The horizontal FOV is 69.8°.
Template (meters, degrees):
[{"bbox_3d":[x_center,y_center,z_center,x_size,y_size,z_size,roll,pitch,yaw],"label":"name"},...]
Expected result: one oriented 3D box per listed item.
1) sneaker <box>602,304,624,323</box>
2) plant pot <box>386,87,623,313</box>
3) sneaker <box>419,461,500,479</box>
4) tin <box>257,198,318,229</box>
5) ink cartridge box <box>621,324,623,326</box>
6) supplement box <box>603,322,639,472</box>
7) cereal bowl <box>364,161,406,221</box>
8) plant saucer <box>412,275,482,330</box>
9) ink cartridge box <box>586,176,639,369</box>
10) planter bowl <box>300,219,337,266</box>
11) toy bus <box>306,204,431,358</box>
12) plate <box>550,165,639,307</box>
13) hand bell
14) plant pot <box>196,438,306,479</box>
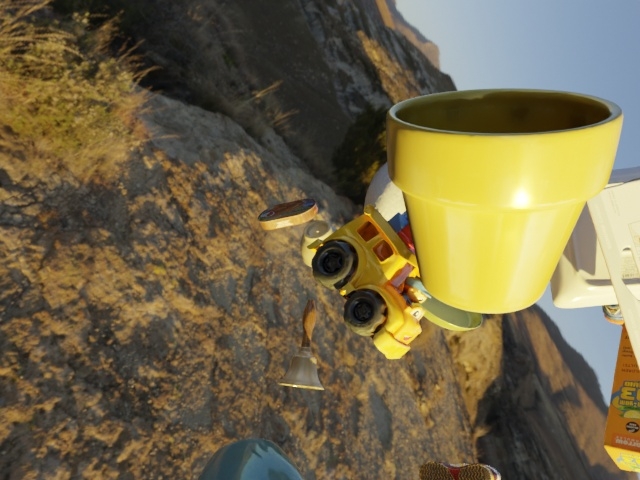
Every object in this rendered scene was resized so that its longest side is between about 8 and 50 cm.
[{"bbox_3d":[0.681,0.073,1.024,0.087,0.083,0.221,31,69,-44],"label":"sneaker"},{"bbox_3d":[0.210,-0.050,0.581,0.254,0.254,0.239,-79,167,-62],"label":"plant pot"},{"bbox_3d":[0.325,0.556,1.075,0.084,0.185,0.070,28,56,-42],"label":"sneaker"},{"bbox_3d":[-0.098,-0.078,1.382,0.106,0.189,0.040,-63,139,-58],"label":"tin"},{"bbox_3d":[0.775,0.176,1.110,0.186,0.065,0.311,58,16,-44],"label":"ink cartridge box"},{"bbox_3d":[0.522,0.246,0.734,0.080,0.078,0.233,46,57,-25],"label":"supplement box"},{"bbox_3d":[0.284,-0.078,1.142,0.141,0.339,0.339,180,-113,-85],"label":"cereal bowl"},{"bbox_3d":[0.324,0.166,1.252,0.241,0.037,0.241,21,26,-11],"label":"plant saucer"},{"bbox_3d":[0.530,0.034,0.706,0.060,0.239,0.275,135,-59,-80],"label":"ink cartridge box"},{"bbox_3d":[0.000,0.000,1.572,0.162,0.162,0.109,-93,167,-49],"label":"planter bowl"},{"bbox_3d":[0.119,0.049,0.748,0.220,0.211,0.149,56,8,31],"label":"toy bus"},{"bbox_3d":[0.597,-0.011,0.911,0.045,0.277,0.278,30,55,-82],"label":"plate"},{"bbox_3d":[-0.038,0.286,1.288,0.126,0.126,0.242,42,52,-57],"label":"hand bell"},{"bbox_3d":[-0.146,0.531,0.945,0.290,0.290,0.195,52,18,-45],"label":"plant pot"}]
